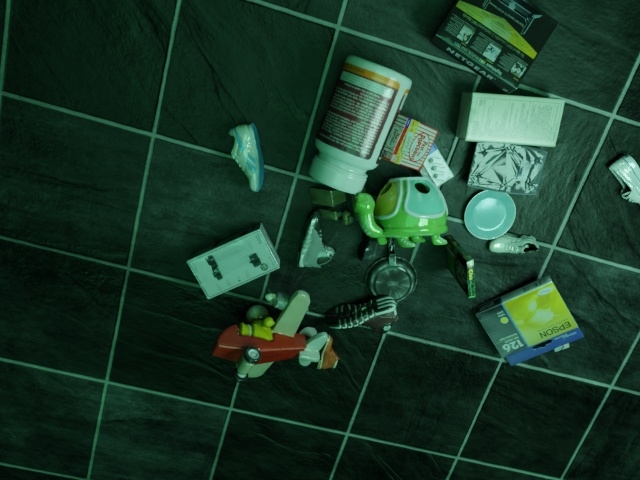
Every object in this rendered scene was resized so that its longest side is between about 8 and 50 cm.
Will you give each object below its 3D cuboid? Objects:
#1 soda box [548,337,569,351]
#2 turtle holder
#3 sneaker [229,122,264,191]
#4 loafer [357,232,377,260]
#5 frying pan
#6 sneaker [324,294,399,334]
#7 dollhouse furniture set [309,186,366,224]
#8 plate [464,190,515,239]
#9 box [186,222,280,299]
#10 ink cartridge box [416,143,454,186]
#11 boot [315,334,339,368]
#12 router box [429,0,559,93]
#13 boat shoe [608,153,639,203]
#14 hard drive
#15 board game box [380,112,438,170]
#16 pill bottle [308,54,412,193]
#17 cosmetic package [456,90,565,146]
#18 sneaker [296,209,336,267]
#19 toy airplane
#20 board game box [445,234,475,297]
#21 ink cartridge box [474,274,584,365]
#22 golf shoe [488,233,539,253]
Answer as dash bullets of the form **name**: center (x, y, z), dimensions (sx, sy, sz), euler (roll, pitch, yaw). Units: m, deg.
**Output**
- **soda box**: center (0.912, 0.338, 2.033), dimensions (0.062, 0.058, 0.183), euler (-20, 108, 4)
- **turtle holder**: center (0.269, -0.097, 1.766), dimensions (0.320, 0.243, 0.228), euler (-2, 94, 4)
- **sneaker**: center (-0.247, -0.276, 1.762), dimensions (0.092, 0.087, 0.229), euler (-7, 102, 7)
- **loafer**: center (0.187, -0.005, 1.889), dimensions (0.061, 0.062, 0.170), euler (6, 114, -28)
- **frying pan**: center (0.288, 0.097, 1.931), dimensions (0.197, 0.053, 0.326), euler (18, 110, -9)
- **sneaker**: center (0.166, 0.313, 1.972), dimensions (0.281, 0.106, 0.163), euler (-15, 130, 17)
- **dollhouse furniture set**: center (0.068, -0.134, 1.850), dimensions (0.151, 0.123, 0.144), euler (-23, 113, -32)
- **plate**: center (0.611, -0.095, 1.889), dimensions (0.188, 0.024, 0.188), euler (-1, 108, -3)
- **box**: center (-0.309, 0.072, 1.871), dimensions (0.289, 0.087, 0.169), euler (-25, 108, 5)
- **ink cartridge box**: center (0.365, -0.282, 1.802), dimensions (0.097, 0.046, 0.207), euler (-33, 107, 7)
- **boot**: center (0.037, 0.434, 2.030), dimensions (0.084, 0.059, 0.158), euler (8, 117, -9)
- **router box**: center (0.538, -0.647, 1.622), dimensions (0.308, 0.081, 0.243), euler (33, 92, -4)
- **boat shoe**: center (1.112, -0.181, 1.856), dimensions (0.084, 0.095, 0.258), euler (-34, 97, 13)
- **hard drive**: center (0.643, -0.255, 1.820), dimensions (0.254, 0.054, 0.172), euler (7, 108, -5)
- **board game box**: center (0.288, -0.313, 1.680), dimensions (0.193, 0.045, 0.147), euler (5, 113, -49)
- **pill bottle**: center (0.116, -0.364, 1.670), dimensions (0.224, 0.224, 0.392), euler (20, 106, -9)
- **cosmetic package**: center (0.627, -0.405, 1.737), dimensions (0.309, 0.113, 0.160), euler (4, 108, -3)
- **sneaker**: center (0.000, 0.000, 1.871), dimensions (0.132, 0.086, 0.229), euler (11, 118, -11)
- **toy airplane**: center (-0.173, 0.345, 1.906), dimensions (0.386, 0.272, 0.384), euler (-31, 146, -1)
- **board game box**: center (0.485, 0.085, 1.820), dimensions (0.030, 0.260, 0.136), euler (-11, 110, 1)
- **ink cartridge box**: center (0.793, 0.323, 1.976), dimensions (0.303, 0.072, 0.307), euler (-30, 102, 21)
- **golf shoe**: center (0.707, 0.018, 1.900), dimensions (0.176, 0.086, 0.069), euler (-7, 111, 1)
